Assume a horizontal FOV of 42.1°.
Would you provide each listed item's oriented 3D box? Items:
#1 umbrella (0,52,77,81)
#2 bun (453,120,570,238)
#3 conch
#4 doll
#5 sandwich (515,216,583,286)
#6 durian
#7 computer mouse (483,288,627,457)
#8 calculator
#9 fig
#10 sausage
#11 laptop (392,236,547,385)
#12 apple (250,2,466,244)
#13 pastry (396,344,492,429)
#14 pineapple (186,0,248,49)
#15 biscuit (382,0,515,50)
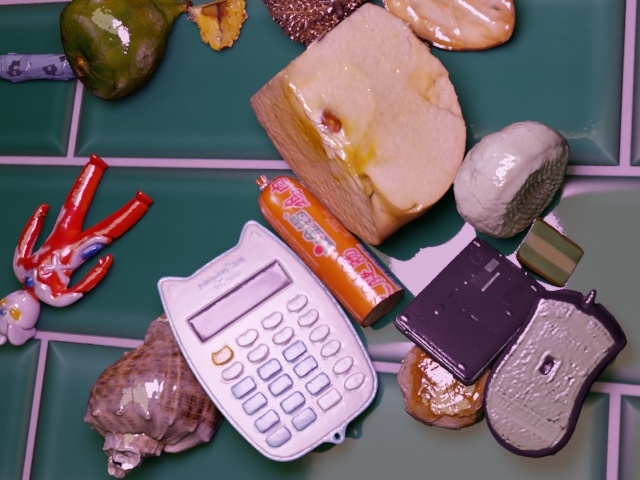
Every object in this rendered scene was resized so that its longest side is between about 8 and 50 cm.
[{"bbox_3d":[-0.581,-0.339,1.633,0.250,0.053,0.052,2,73,19],"label":"umbrella"},{"bbox_3d":[0.281,-0.099,1.248,0.195,0.195,0.118,-50,59,4],"label":"bun"},{"bbox_3d":[-0.277,0.253,1.378,0.210,0.159,0.291,13,83,20],"label":"conch"},{"bbox_3d":[-0.477,0.032,1.518,0.188,0.099,0.384,34,89,19],"label":"doll"},{"bbox_3d":[0.344,0.018,1.245,0.074,0.116,0.074,31,91,20],"label":"sandwich"},{"bbox_3d":[0.000,-0.416,1.397,0.196,0.167,0.196,-28,52,43],"label":"durian"},{"bbox_3d":[0.339,0.188,1.230,0.147,0.088,0.264,32,93,14],"label":"computer mouse"},{"bbox_3d":[-0.080,0.169,1.352,0.256,0.054,0.386,-34,72,-11],"label":"calculator"},{"bbox_3d":[-0.347,-0.386,1.532,0.203,0.203,0.235,38,53,20],"label":"fig"},{"bbox_3d":[0.000,0.000,1.366,0.093,0.093,0.312,-44,73,6],"label":"sausage"},{"bbox_3d":[0.233,0.103,1.270,0.154,0.026,0.207,40,68,20],"label":"laptop"},{"bbox_3d":[0.060,-0.169,1.300,0.314,0.252,0.309,-34,102,27],"label":"apple"},{"bbox_3d":[0.194,0.216,1.277,0.153,0.081,0.153,-5,76,21],"label":"pastry"},{"bbox_3d":[-0.201,-0.408,1.512,0.114,0.077,0.114,16,90,22],"label":"pineapple"},{"bbox_3d":[0.210,-0.410,1.363,0.260,0.041,0.203,40,125,12],"label":"biscuit"}]
